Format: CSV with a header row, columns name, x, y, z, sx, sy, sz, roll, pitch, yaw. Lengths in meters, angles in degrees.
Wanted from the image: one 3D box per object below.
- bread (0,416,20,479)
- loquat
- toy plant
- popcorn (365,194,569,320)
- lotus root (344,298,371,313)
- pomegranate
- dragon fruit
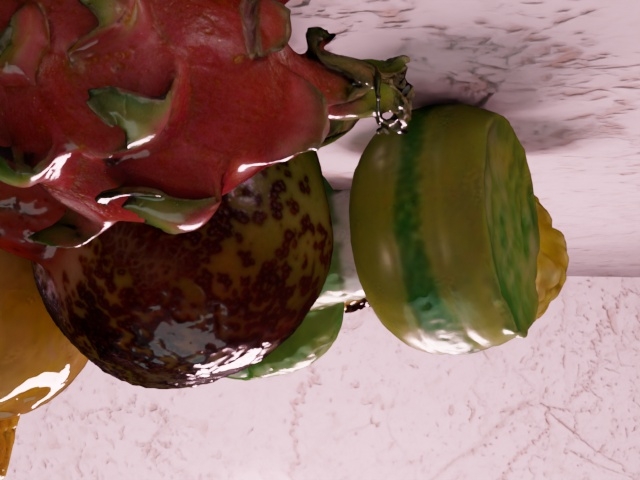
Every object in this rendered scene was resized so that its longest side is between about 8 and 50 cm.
name,x,y,z,sx,sy,sz,roll,pitch,yaw
bread,-0.420,0.106,1.191,0.233,0.361,0.245,0,172,2
loquat,-0.258,0.012,0.791,0.244,0.243,0.244,0,175,0
toy plant,0.000,0.000,0.860,0.316,0.224,0.184,-9,-162,26
popcorn,0.119,0.000,1.008,0.218,0.169,0.189,19,178,30
lotus root,-0.026,0.009,1.296,0.314,0.141,0.169,9,173,10
pomegranate,-0.113,-0.019,0.651,0.248,0.214,0.214,12,169,-38
dragon fruit,-0.057,-0.067,0.497,0.236,0.135,0.137,2,172,-45
